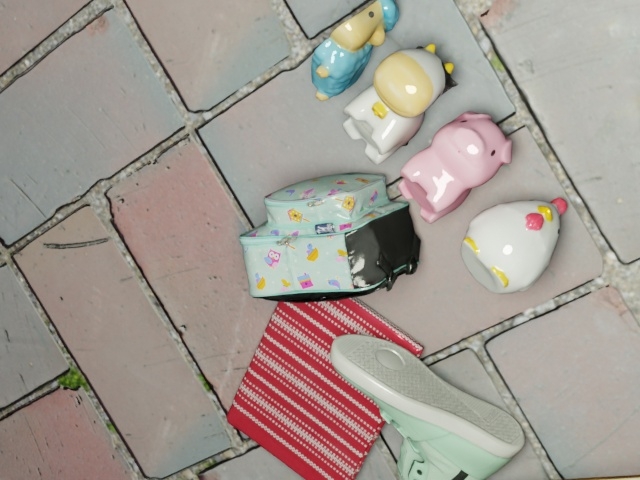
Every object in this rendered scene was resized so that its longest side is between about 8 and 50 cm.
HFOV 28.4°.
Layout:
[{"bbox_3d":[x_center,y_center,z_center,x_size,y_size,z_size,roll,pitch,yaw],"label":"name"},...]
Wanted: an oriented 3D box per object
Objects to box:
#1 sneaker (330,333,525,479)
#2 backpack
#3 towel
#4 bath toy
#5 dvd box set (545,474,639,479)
[{"bbox_3d":[0.098,0.225,1.518,0.256,0.094,0.151,31,123,-4],"label":"sneaker"},{"bbox_3d":[0.000,0.000,1.471,0.188,0.166,0.144,-15,98,28],"label":"backpack"},{"bbox_3d":[0.001,0.185,1.621,0.199,0.031,0.274,34,119,16],"label":"towel"},{"bbox_3d":[0.142,-0.102,1.389,0.348,0.129,0.151,51,167,6],"label":"bath toy"},{"bbox_3d":[0.338,0.400,1.338,0.420,0.062,0.307,-23,72,57],"label":"dvd box set"}]
